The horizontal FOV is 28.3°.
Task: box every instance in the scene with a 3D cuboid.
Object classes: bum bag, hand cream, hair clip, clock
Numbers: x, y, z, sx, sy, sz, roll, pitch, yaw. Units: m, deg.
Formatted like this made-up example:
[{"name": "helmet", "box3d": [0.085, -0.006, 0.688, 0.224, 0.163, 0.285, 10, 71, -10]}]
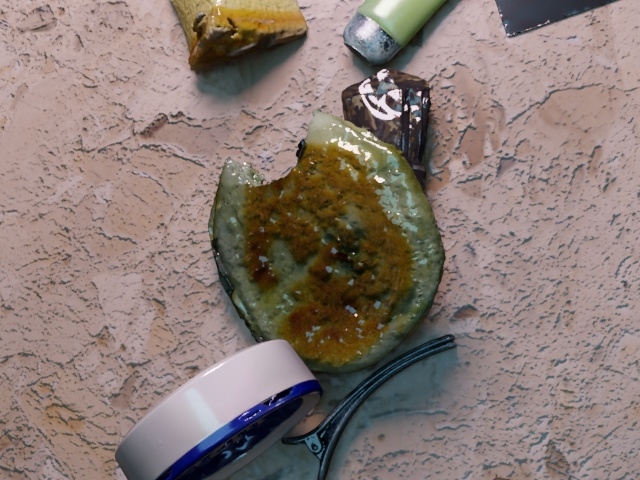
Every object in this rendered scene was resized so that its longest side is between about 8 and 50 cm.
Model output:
[{"name": "bum bag", "box3d": [0.075, -0.077, 1.477, 0.102, 0.069, 0.247, 1, 83, -6]}, {"name": "hand cream", "box3d": [0.101, -0.286, 1.516, 0.095, 0.046, 0.175, 39, 83, 14]}, {"name": "hair clip", "box3d": [0.060, 0.178, 1.458, 0.229, 0.039, 0.070, -43, 76, 0]}, {"name": "clock", "box3d": [-0.111, 0.201, 1.385, 0.230, 0.230, 0.083, -38, 78, 3]}]

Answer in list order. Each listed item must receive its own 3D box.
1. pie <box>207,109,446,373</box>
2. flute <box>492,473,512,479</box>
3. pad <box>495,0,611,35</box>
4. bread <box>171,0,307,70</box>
[{"name": "pie", "box3d": [0.004, 0.007, 1.444, 0.303, 0.067, 0.302, 4, 99, 23]}, {"name": "flute", "box3d": [0.303, 0.297, 1.404, 0.233, 0.027, 0.027, 11, 84, 11]}, {"name": "pad", "box3d": [0.263, -0.379, 1.520, 0.164, 0.004, 0.243, -17, 80, 7]}, {"name": "bread", "box3d": [-0.104, -0.288, 1.543, 0.152, 0.127, 0.147, -10, 76, -26]}]
